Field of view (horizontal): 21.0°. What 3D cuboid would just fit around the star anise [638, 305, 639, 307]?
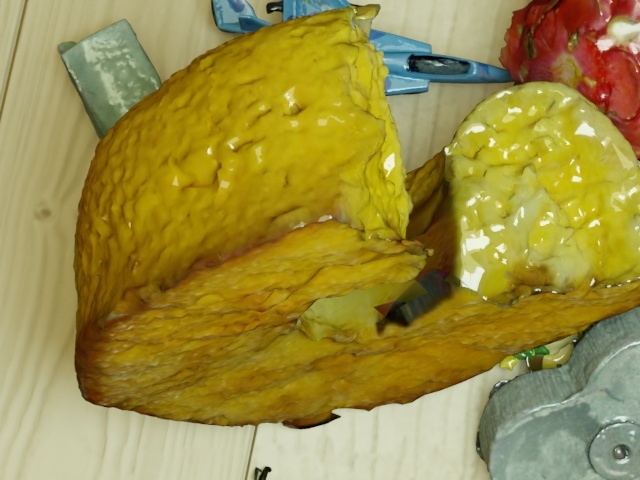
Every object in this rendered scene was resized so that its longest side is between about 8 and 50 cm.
[{"bbox_3d":[0.369,0.054,1.354,0.208,0.063,0.172,-36,89,-6],"label":"star anise"}]

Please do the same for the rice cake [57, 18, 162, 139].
[{"bbox_3d":[-0.136,-0.081,1.351,0.069,0.063,0.206,-25,85,-7],"label":"rice cake"}]

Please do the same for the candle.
[{"bbox_3d":[0.225,0.152,1.312,0.192,0.068,0.168,-37,108,14],"label":"candle"}]

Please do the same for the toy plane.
[{"bbox_3d":[0.032,-0.139,1.361,0.246,0.078,0.169,5,83,-8],"label":"toy plane"}]

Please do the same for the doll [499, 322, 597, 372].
[{"bbox_3d":[0.191,0.061,1.358,0.113,0.076,0.078,-44,75,22],"label":"doll"}]

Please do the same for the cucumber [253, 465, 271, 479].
[{"bbox_3d":[-0.036,0.256,1.324,0.039,0.043,0.163,-9,85,16],"label":"cucumber"}]

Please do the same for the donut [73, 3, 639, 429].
[{"bbox_3d":[0.000,0.000,1.188,0.377,0.435,0.163,-27,67,32],"label":"donut"}]

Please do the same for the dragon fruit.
[{"bbox_3d":[0.266,-0.167,1.312,0.210,0.205,0.268,38,59,4],"label":"dragon fruit"}]
